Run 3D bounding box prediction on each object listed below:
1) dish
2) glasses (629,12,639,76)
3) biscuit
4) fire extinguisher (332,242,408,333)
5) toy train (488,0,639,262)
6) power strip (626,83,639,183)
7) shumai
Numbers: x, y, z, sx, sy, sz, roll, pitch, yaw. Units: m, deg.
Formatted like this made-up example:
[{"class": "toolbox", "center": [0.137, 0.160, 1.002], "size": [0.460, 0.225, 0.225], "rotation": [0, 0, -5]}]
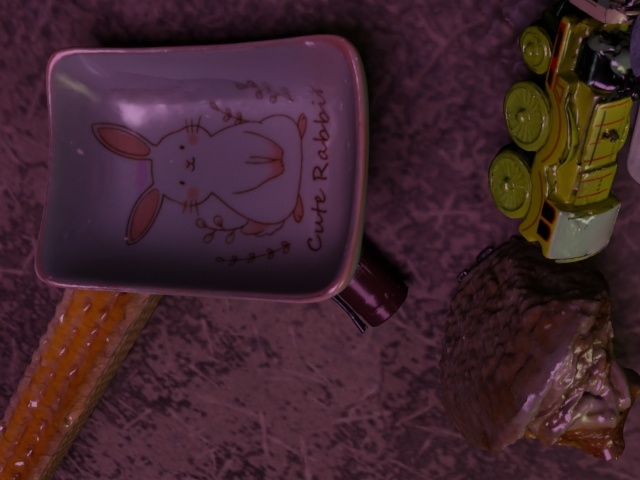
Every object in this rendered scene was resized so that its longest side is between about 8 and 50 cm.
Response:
[{"class": "dish", "center": [-0.065, -0.041, 0.633], "size": [0.212, 0.077, 0.151], "rotation": [2, 88, 22]}, {"class": "glasses", "center": [0.292, -0.109, 0.430], "size": [0.268, 0.118, 0.234], "rotation": [27, 102, -18]}, {"class": "biscuit", "center": [-0.201, 0.115, 0.812], "size": [0.054, 0.094, 0.379], "rotation": [35, 129, -2]}, {"class": "fire extinguisher", "center": [0.000, 0.000, 0.683], "size": [0.132, 0.039, 0.056], "rotation": [44, 105, -9]}, {"class": "toy train", "center": [0.137, -0.109, 0.522], "size": [0.085, 0.053, 0.250], "rotation": [49, 145, 45]}, {"class": "power strip", "center": [0.283, -0.063, 0.513], "size": [0.270, 0.046, 0.118], "rotation": [14, 127, 15]}, {"class": "shumai", "center": [0.145, 0.074, 0.637], "size": [0.116, 0.146, 0.146], "rotation": [18, 131, -17]}]
